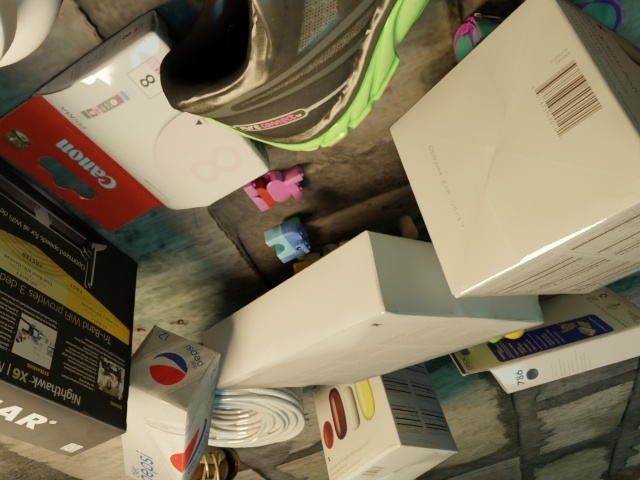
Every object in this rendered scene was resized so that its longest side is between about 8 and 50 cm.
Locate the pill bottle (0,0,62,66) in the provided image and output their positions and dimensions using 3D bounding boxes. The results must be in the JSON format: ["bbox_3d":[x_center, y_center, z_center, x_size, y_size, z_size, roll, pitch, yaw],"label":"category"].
[{"bbox_3d":[-0.220,-0.184,0.313,0.124,0.222,0.124,-8,137,-8],"label":"pill bottle"}]

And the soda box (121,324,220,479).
[{"bbox_3d":[-0.210,0.249,0.708,0.098,0.091,0.286,22,133,5],"label":"soda box"}]

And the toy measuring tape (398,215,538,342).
[{"bbox_3d":[0.249,0.051,0.789,0.121,0.121,0.330,-33,123,19],"label":"toy measuring tape"}]

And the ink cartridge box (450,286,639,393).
[{"bbox_3d":[0.387,0.174,0.903,0.332,0.165,0.065,-15,108,1],"label":"ink cartridge box"}]

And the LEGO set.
[{"bbox_3d":[0.000,0.000,0.669,0.093,0.087,0.227,-25,138,11],"label":"LEGO set"}]

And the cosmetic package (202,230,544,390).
[{"bbox_3d":[0.051,0.119,0.694,0.284,0.098,0.377,7,152,-38],"label":"cosmetic package"}]

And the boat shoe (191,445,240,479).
[{"bbox_3d":[-0.234,0.420,0.963,0.119,0.123,0.324,2,163,9],"label":"boat shoe"}]

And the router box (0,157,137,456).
[{"bbox_3d":[-0.321,0.047,0.511,0.081,0.243,0.309,-26,136,11],"label":"router box"}]

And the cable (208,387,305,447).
[{"bbox_3d":[-0.154,0.280,0.885,0.257,0.089,0.257,-28,132,27],"label":"cable"}]

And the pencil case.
[{"bbox_3d":[0.220,-0.212,0.525,0.151,0.064,0.070,-16,118,0],"label":"pencil case"}]

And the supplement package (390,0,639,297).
[{"bbox_3d":[0.252,-0.071,0.517,0.262,0.199,0.198,4,150,-38],"label":"supplement package"}]

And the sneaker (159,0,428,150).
[{"bbox_3d":[0.003,-0.255,0.319,0.202,0.185,0.483,-3,136,-31],"label":"sneaker"}]

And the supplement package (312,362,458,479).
[{"bbox_3d":[0.111,0.338,0.969,0.149,0.203,0.194,21,126,-32],"label":"supplement package"}]

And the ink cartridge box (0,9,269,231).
[{"bbox_3d":[-0.200,-0.093,0.539,0.232,0.066,0.189,-31,136,10],"label":"ink cartridge box"}]
